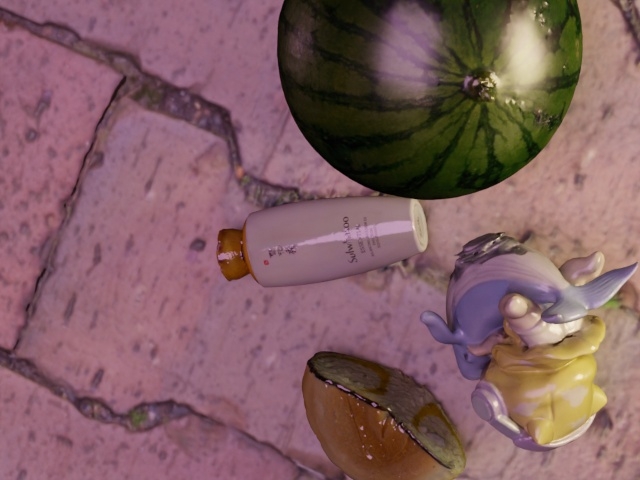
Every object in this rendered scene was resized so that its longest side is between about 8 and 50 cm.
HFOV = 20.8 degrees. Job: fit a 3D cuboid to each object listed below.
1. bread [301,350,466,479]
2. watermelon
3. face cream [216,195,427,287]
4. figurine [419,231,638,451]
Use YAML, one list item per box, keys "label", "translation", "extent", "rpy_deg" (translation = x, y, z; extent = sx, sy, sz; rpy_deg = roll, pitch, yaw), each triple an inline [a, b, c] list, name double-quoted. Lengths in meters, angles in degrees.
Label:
- label: "bread"
  translation: [0.052, 0.166, 1.493]
  extent: [0.157, 0.083, 0.094]
  rpy_deg: [22, 107, 16]
- label: "watermelon"
  translation: [0.083, -0.151, 1.354]
  extent: [0.242, 0.242, 0.242]
  rpy_deg: [3, 99, 17]
- label: "face cream"
  translation: [0.000, 0.000, 1.502]
  extent: [0.182, 0.051, 0.072]
  rpy_deg: [-8, 99, 20]
- label: "figurine"
  translation: [0.171, 0.077, 1.408]
  extent: [0.184, 0.128, 0.208]
  rpy_deg: [59, 150, 2]
